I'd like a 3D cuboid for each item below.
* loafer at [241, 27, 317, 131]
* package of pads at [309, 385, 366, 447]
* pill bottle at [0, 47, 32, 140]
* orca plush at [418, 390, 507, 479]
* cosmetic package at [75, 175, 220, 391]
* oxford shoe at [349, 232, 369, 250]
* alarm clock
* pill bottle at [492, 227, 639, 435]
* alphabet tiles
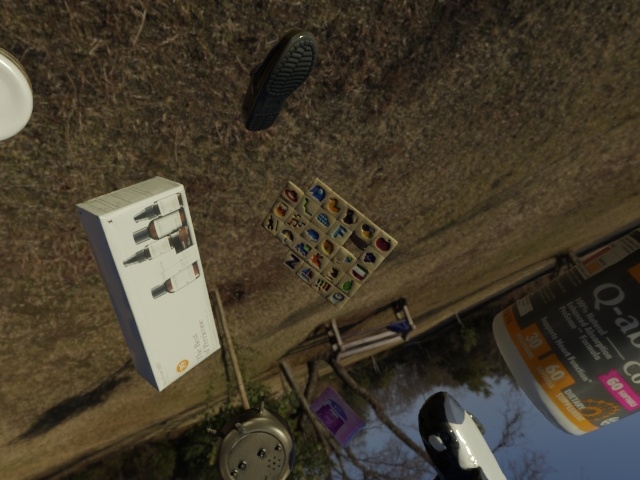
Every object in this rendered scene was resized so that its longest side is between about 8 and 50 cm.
[{"bbox_3d":[-0.087,-0.277,0.717,0.080,0.078,0.220,-16,164,-41],"label":"loafer"},{"bbox_3d":[0.027,0.280,0.675,0.050,0.083,0.032,-45,151,-9],"label":"package of pads"},{"bbox_3d":[-0.520,-0.236,0.649,0.131,0.229,0.131,-16,121,-28],"label":"pill bottle"},{"bbox_3d":[0.208,0.345,0.614,0.102,0.151,0.287,-31,116,21],"label":"orca plush"},{"bbox_3d":[-0.192,0.055,0.504,0.060,0.239,0.098,21,-142,37],"label":"cosmetic package"},{"bbox_3d":[0.076,-0.057,1.201,0.076,0.212,0.076,-53,175,-25],"label":"oxford shoe"},{"bbox_3d":[-0.099,0.371,0.711,0.129,0.192,0.064,-28,-170,-10],"label":"alarm clock"},{"bbox_3d":[0.353,0.083,0.469,0.278,0.162,0.162,-41,156,25],"label":"pill bottle"},{"bbox_3d":[0.000,0.000,0.839,0.198,0.237,0.009,-53,176,29],"label":"alphabet tiles"}]
